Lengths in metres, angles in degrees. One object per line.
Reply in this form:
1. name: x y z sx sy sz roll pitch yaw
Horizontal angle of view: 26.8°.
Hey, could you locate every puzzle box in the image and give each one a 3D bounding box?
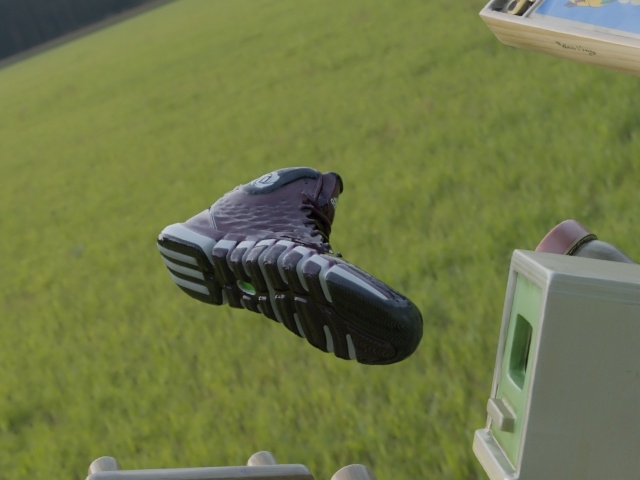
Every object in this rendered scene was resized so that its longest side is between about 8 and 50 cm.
1. puzzle box: 0.354 -0.288 1.349 0.272 0.052 0.409 -47 26 -5

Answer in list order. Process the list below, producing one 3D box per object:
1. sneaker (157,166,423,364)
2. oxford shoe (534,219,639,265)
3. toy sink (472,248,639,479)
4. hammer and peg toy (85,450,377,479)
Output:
1. sneaker: 0.000 0.000 1.198 0.281 0.106 0.162 20 50 32
2. oxford shoe: 0.308 0.166 1.589 0.146 0.397 0.140 31 54 32
3. toy sink: 0.197 0.135 1.026 0.131 0.234 0.153 7 6 -2
4. hammer and peg toy: -0.099 0.365 1.486 0.361 0.266 0.127 3 26 -24
